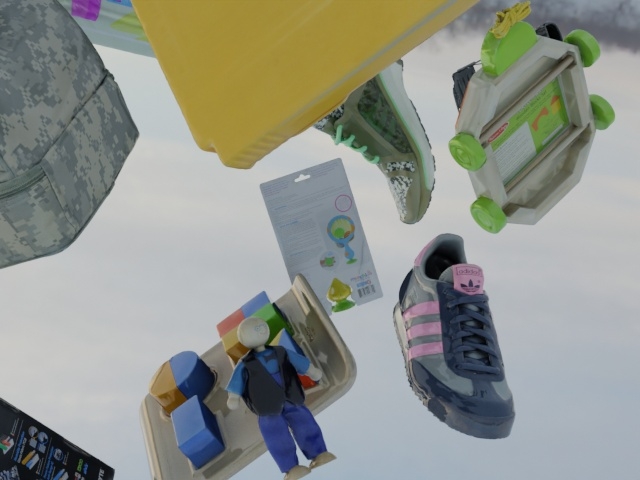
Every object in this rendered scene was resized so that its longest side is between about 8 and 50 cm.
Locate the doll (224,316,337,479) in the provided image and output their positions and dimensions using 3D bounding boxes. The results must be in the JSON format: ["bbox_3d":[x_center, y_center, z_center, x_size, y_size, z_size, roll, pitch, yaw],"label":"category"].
[{"bbox_3d":[-0.047,0.176,1.235,0.129,0.189,0.046,-21,173,-34],"label":"doll"}]

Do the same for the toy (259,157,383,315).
[{"bbox_3d":[0.000,0.000,1.718,0.137,0.237,0.056,-19,-172,-7],"label":"toy"}]

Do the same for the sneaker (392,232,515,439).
[{"bbox_3d":[0.160,0.102,1.271,0.112,0.131,0.319,10,-155,-17],"label":"sneaker"}]

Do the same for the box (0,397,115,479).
[{"bbox_3d":[-0.427,0.374,1.439,0.293,0.073,0.295,40,-145,-31],"label":"box"}]

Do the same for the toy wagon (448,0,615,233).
[{"bbox_3d":[0.285,-0.183,1.494,0.267,0.344,0.068,-42,-139,-19],"label":"toy wagon"}]

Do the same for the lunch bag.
[{"bbox_3d":[-0.372,-0.143,1.228,0.213,0.256,0.305,-10,-149,21],"label":"lunch bag"}]

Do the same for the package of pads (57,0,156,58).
[{"bbox_3d":[-0.243,-0.375,1.482,0.296,0.229,0.101,10,160,-29],"label":"package of pads"}]

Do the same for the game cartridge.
[{"bbox_3d":[-0.022,-0.253,0.897,0.053,0.324,0.285,-1,-118,-58],"label":"game cartridge"}]

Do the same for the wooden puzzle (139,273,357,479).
[{"bbox_3d":[-0.131,0.206,1.535,0.080,0.348,0.322,49,-177,-25],"label":"wooden puzzle"}]

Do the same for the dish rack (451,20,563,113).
[{"bbox_3d":[0.344,-0.244,1.871,0.271,0.208,0.074,-30,-168,-38],"label":"dish rack"}]

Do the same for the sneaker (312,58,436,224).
[{"bbox_3d":[0.062,-0.204,1.812,0.182,0.410,0.158,-23,-162,-9],"label":"sneaker"}]
